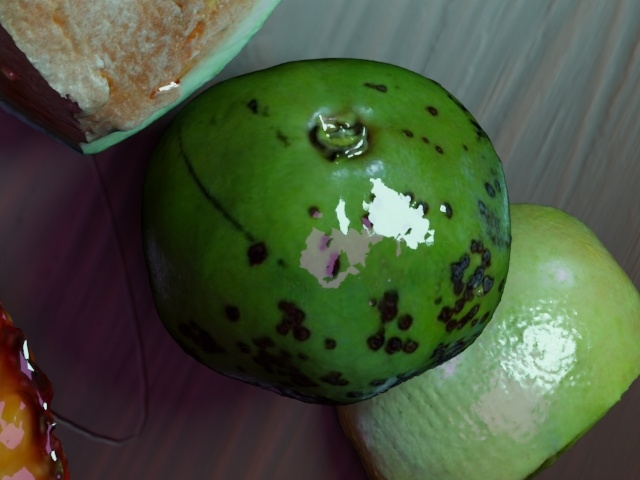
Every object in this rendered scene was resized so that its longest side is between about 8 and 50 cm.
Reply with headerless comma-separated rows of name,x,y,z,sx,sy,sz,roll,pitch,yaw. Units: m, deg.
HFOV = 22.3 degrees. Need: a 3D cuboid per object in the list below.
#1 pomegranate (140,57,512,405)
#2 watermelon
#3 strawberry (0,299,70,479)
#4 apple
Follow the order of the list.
pomegranate,0.000,0.000,1.102,0.254,0.270,0.254,3,66,-7
watermelon,-0.213,-0.187,1.024,0.319,0.292,0.222,-28,148,-45
strawberry,-0.289,0.188,1.103,0.265,0.149,0.336,13,87,-12
apple,0.126,0.086,1.213,0.265,0.120,0.193,-38,98,-9
